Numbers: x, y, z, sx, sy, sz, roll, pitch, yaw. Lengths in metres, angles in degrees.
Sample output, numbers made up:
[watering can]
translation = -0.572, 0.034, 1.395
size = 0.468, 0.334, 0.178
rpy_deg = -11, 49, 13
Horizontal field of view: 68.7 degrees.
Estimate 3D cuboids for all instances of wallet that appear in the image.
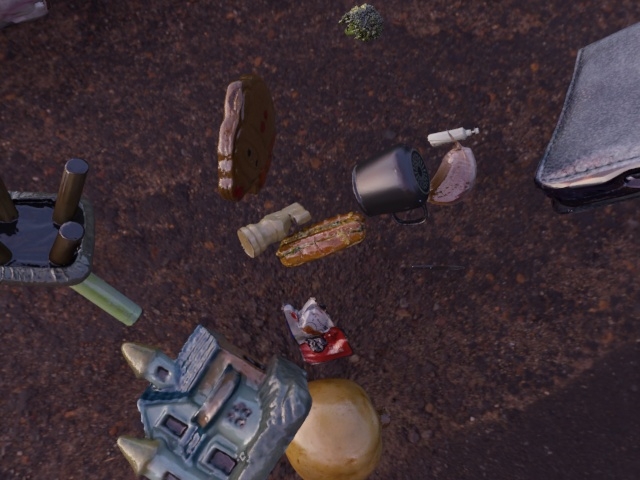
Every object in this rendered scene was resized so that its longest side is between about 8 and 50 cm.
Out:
[wallet]
translation = 0.267, -0.118, 0.361
size = 0.036, 0.167, 0.222
rpy_deg = 44, 56, -22

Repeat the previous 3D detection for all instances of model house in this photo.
[model house]
translation = -0.218, 0.277, 0.807
size = 0.325, 0.194, 0.267
rpy_deg = 34, 85, -3

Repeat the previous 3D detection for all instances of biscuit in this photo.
[biscuit]
translation = -0.215, -0.291, 1.402
size = 0.074, 0.359, 0.381
rpy_deg = 7, 74, 14

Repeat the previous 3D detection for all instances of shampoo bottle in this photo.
[shampoo bottle]
translation = 0.383, -0.300, 1.344
size = 0.141, 0.049, 0.034
rpy_deg = -9, 63, 27

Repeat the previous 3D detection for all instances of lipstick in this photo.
[lipstick]
translation = -0.697, 0.164, 1.480
size = 0.076, 0.304, 0.076
rpy_deg = -25, 37, 21

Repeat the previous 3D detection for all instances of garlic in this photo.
[garlic]
translation = 0.354, -0.185, 1.257
size = 0.128, 0.198, 0.090
rpy_deg = 17, 32, -4

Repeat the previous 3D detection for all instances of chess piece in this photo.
[chess piece]
translation = -0.121, -0.039, 1.276
size = 0.200, 0.090, 0.090
rpy_deg = -32, 75, -22

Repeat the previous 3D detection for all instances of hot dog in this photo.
[hot dog]
translation = 0.000, 0.000, 1.286
size = 0.268, 0.072, 0.115
rpy_deg = -22, 56, 14

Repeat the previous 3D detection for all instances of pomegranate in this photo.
[pomegranate]
translation = 0.024, 0.512, 1.259
size = 0.307, 0.307, 0.308
rpy_deg = 0, 72, -1

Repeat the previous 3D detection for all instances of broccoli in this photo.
[broccoli]
translation = 0.095, -0.488, 1.057
size = 0.092, 0.095, 0.097
rpy_deg = 14, 58, 47

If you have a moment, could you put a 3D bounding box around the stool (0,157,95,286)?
[stool]
translation = -0.756, -0.060, 1.221
size = 0.310, 0.226, 0.310
rpy_deg = 2, 54, -26

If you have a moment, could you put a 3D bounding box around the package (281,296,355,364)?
[package]
translation = -0.017, 0.301, 1.556
size = 0.194, 0.269, 0.071
rpy_deg = -12, 34, 29

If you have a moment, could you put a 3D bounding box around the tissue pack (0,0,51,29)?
[tissue pack]
translation = -0.534, -0.430, 0.612
size = 0.245, 0.123, 0.332
rpy_deg = -24, 84, -19

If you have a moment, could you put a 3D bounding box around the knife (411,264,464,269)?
[knife]
translation = 0.384, 0.089, 1.530
size = 0.170, 0.023, 0.010
rpy_deg = 0, 45, 4

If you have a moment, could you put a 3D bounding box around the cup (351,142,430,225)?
[cup]
translation = 0.190, -0.128, 1.212
size = 0.176, 0.169, 0.223
rpy_deg = -17, 115, 28
